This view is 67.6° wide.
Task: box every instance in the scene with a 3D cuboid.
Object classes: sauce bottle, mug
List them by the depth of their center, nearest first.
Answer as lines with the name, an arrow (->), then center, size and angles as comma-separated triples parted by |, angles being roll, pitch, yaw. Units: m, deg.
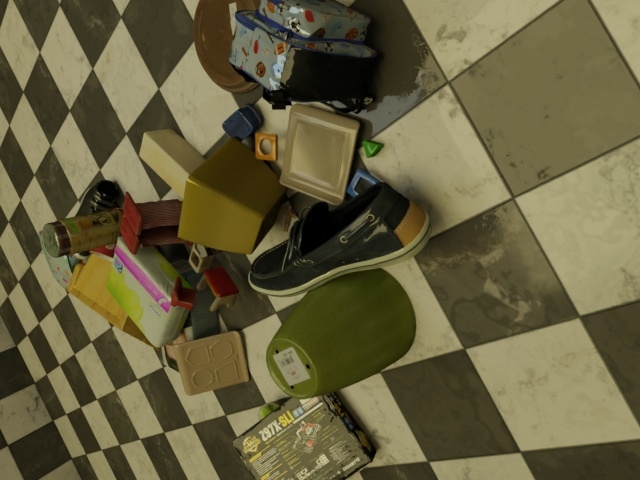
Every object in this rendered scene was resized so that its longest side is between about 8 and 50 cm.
sauce bottle -> -0.670, -0.040, 1.494 | 0.111, 0.344, 0.111 | 12, 112, 34
mug -> -0.711, -0.020, 1.640 | 0.150, 0.113, 0.169 | 10, 72, 27

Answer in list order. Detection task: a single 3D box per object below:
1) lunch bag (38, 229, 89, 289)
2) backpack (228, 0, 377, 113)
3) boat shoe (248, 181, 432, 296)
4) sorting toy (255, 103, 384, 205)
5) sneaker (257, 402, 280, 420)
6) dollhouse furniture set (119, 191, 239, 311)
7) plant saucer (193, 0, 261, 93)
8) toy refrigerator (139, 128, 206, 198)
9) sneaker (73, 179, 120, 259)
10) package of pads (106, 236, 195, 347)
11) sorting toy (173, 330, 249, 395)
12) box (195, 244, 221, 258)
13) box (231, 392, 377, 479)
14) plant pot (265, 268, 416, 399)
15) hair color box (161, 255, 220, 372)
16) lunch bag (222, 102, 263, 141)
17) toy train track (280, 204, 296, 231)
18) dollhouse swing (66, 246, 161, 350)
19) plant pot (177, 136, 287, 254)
lunch bag -> -0.985, 0.067, 1.907 | 0.223, 0.160, 0.262 | -8, 95, 39
backpack -> -0.049, -0.381, 0.948 | 0.263, 0.277, 0.213 | 31, 118, 34
boat shoe -> 0.000, 0.000, 1.061 | 0.500, 0.186, 0.156 | -20, 123, 41
sorting toy -> -0.002, -0.200, 1.104 | 0.348, 0.047, 0.195 | 24, 115, 25
sneaker -> -0.077, 0.571, 1.437 | 0.240, 0.091, 0.126 | 32, 154, 13
dollhouse furniture set -> -0.397, 0.027, 1.357 | 0.374, 0.201, 0.152 | 50, 131, 28
plant saucer -> -0.222, -0.504, 1.174 | 0.278, 0.041, 0.277 | 13, 113, 34
toy refrigerator -> -0.395, -0.205, 1.378 | 0.269, 0.102, 0.094 | 42, 127, 18
sneaker -> -0.780, -0.087, 1.649 | 0.147, 0.105, 0.295 | -27, 51, 40
package of pads -> -0.525, 0.154, 1.462 | 0.296, 0.101, 0.229 | 42, 126, 19
sorting toy -> -0.343, 0.385, 1.514 | 0.038, 0.208, 0.193 | -120, 22, -68
box -> -0.301, -0.021, 1.333 | 0.029, 0.162, 0.116 | -22, 92, 20
box -> -0.048, 0.568, 1.315 | 0.322, 0.079, 0.257 | -40, 77, 12
plant pot -> 0.024, 0.220, 1.075 | 0.275, 0.294, 0.274 | 15, 115, 34
hair color box -> -0.436, 0.256, 1.570 | 0.185, 0.114, 0.374 | 14, 115, 34
lunch bag -> -0.196, -0.296, 1.212 | 0.098, 0.065, 0.067 | -24, 109, 42
toy train track -> -0.082, -0.059, 1.243 | 0.048, 0.014, 0.083 | 29, 128, 19
dollhouse swing -> -0.691, 0.161, 1.773 | 0.347, 0.305, 0.315 | 22, 160, 31
plant pot -> -0.207, -0.090, 1.193 | 0.187, 0.212, 0.212 | 29, 135, 3
